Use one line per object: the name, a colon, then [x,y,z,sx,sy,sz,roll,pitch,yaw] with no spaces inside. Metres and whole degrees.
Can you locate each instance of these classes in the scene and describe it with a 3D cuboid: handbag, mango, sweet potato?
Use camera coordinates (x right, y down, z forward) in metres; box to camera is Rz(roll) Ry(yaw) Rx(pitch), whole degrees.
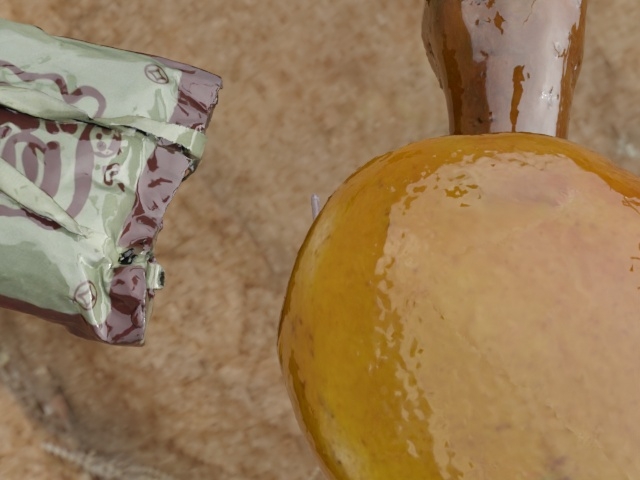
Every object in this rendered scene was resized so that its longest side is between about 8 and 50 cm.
handbag: [-0.198,-0.046,1.027,0.235,0.127,0.213,16,64,-5]
mango: [0.082,0.056,0.500,0.141,0.102,0.217,-36,78,-20]
sweet potato: [0.115,-0.143,1.017,0.112,0.112,0.359,26,59,-26]

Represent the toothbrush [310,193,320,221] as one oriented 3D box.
toothbrush: [0.000,0.000,1.008,0.006,0.008,0.097,14,34,-16]
